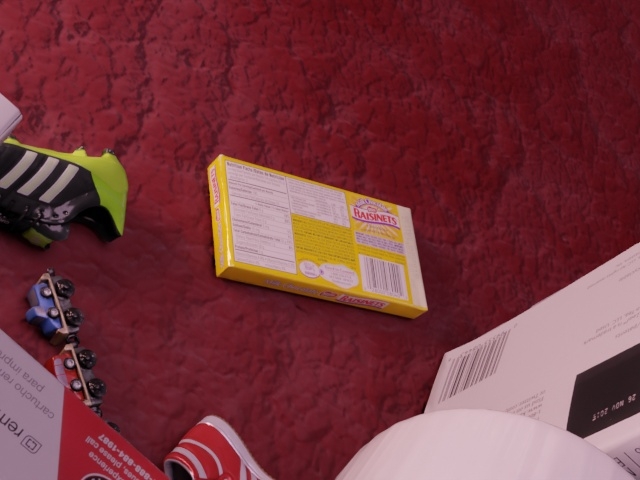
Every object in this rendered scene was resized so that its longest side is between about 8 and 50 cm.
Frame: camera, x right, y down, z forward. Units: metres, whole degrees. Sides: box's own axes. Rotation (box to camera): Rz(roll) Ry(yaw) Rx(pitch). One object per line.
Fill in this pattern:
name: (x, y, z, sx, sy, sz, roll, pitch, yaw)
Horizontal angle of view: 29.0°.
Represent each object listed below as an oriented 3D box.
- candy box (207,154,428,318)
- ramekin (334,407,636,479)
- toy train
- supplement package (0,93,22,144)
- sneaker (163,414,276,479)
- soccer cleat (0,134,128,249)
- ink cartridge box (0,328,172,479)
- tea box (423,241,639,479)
candy box: (0.000, 0.000, 1.043, 0.206, 0.027, 0.105, 14, 53, -34)
ramekin: (0.105, 0.243, 0.803, 0.277, 0.277, 0.135, 47, 37, -6)
toy train: (-0.169, 0.093, 0.840, 0.036, 0.027, 0.158, -10, 71, -32)
supplement package: (-0.336, -0.011, 0.638, 0.199, 0.198, 0.262, 42, 44, -13)
sneaker: (-0.061, 0.184, 0.860, 0.118, 0.042, 0.067, 48, 39, 6)
soccer cleat: (-0.212, -0.033, 0.864, 0.179, 0.060, 0.072, 3, 74, -40)
ink cartridge box: (-0.230, 0.189, 0.660, 0.197, 0.114, 0.273, 44, 45, -10)
tea box: (0.291, 0.190, 0.947, 0.323, 0.329, 0.220, 40, 44, -15)
